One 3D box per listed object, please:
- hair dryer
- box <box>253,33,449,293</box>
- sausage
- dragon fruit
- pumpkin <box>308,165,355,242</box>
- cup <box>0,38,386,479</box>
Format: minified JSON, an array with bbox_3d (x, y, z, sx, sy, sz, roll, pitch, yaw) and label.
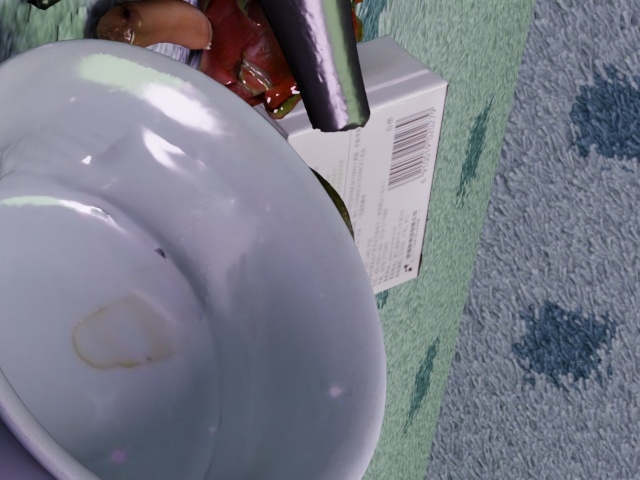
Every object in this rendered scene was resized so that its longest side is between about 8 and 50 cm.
[{"bbox_3d":[-0.092,-0.190,1.363,0.359,0.120,0.303,-32,115,-49],"label":"hair dryer"},{"bbox_3d":[0.009,-0.055,1.818,0.194,0.111,0.260,-20,138,-30],"label":"box"},{"bbox_3d":[-0.128,-0.166,1.415,0.040,0.047,0.177,-57,171,16],"label":"sausage"},{"bbox_3d":[-0.050,-0.169,1.601,0.236,0.135,0.137,-56,179,38],"label":"dragon fruit"},{"bbox_3d":[-0.056,0.066,1.598,0.232,0.242,0.324,-23,134,-63],"label":"pumpkin"},{"bbox_3d":[-0.136,0.059,1.174,0.163,0.347,0.347,-34,-164,40],"label":"cup"}]
